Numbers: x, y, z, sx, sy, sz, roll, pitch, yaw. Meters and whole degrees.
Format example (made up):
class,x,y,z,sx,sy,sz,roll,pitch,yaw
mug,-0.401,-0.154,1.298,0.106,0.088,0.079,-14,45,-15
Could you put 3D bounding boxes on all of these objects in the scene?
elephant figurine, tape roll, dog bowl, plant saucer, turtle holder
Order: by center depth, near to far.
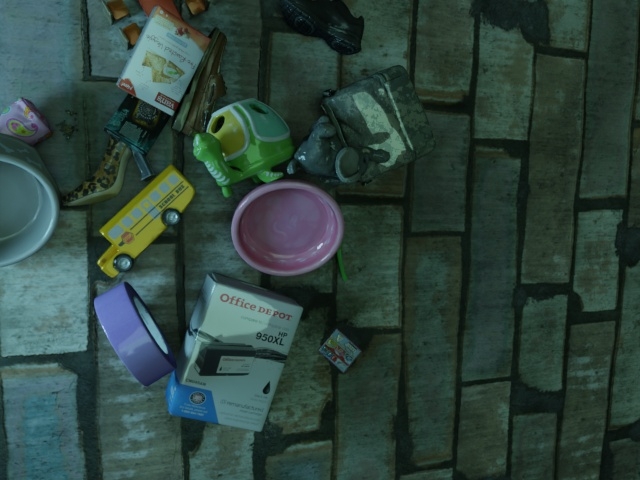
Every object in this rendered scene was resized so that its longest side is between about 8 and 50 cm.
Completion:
class,x,y,z,sx,sy,sz,roll,pitch,yaw
dog bowl,-0.810,-0.085,1.256,0.348,0.102,0.349,-20,129,-27
tape roll,-0.494,0.250,1.393,0.090,0.275,0.275,-30,105,-13
elephant figurine,0.058,-0.217,1.433,0.239,0.169,0.186,36,112,-16
turtle holder,-0.225,-0.255,1.433,0.320,0.243,0.228,-28,103,-29
plant saucer,-0.097,-0.044,1.539,0.331,0.084,0.332,-4,126,-5

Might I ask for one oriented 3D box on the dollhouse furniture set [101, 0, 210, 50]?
class,x,y,z,sx,sy,sz,roll,pitch,yaw
dollhouse furniture set,-0.458,-0.676,1.367,0.262,0.135,0.259,-33,106,-13

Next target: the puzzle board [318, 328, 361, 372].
class,x,y,z,sx,sy,sz,roll,pitch,yaw
puzzle board,0.067,0.372,1.744,0.128,0.011,0.096,45,82,-19

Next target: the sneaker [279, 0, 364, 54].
class,x,y,z,sx,sy,sz,roll,pitch,yaw
sneaker,0.009,-0.675,1.560,0.286,0.109,0.130,19,84,-29

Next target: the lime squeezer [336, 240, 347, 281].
class,x,y,z,sx,sy,sz,roll,pitch,yaw
lime squeezer,0.000,0.000,1.663,0.310,0.059,0.110,38,115,-20

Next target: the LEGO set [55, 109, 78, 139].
class,x,y,z,sx,sy,sz,roll,pitch,yaw
LEGO set,-0.681,-0.310,1.399,0.054,0.023,0.083,31,73,-22

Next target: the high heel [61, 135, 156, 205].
class,x,y,z,sx,sy,sz,roll,pitch,yaw
high heel,-0.604,-0.211,1.415,0.261,0.093,0.186,-24,87,-8

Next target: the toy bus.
class,x,y,z,sx,sy,sz,roll,pitch,yaw
toy bus,-0.493,-0.053,1.445,0.333,0.108,0.130,-46,108,-9

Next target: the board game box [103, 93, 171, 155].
class,x,y,z,sx,sy,sz,roll,pitch,yaw
board game box,-0.488,-0.336,1.413,0.126,0.026,0.186,33,58,-20

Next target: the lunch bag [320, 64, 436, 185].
class,x,y,z,sx,sy,sz,roll,pitch,yaw
lunch bag,0.163,-0.352,1.580,0.256,0.212,0.305,-30,106,-20

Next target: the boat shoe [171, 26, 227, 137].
class,x,y,z,sx,sy,sz,roll,pitch,yaw
boat shoe,-0.321,-0.439,1.469,0.104,0.110,0.308,21,99,-25

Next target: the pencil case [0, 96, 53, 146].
class,x,y,z,sx,sy,sz,roll,pitch,yaw
pencil case,-0.824,-0.239,1.303,0.284,0.124,0.124,-39,107,-10

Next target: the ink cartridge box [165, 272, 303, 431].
class,x,y,z,sx,sy,sz,roll,pitch,yaw
ink cartridge box,-0.257,0.328,1.543,0.285,0.166,0.395,19,90,-21

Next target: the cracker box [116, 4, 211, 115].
class,x,y,z,sx,sy,sz,roll,pitch,yaw
cracker box,-0.415,-0.472,1.369,0.155,0.067,0.232,25,97,-32
